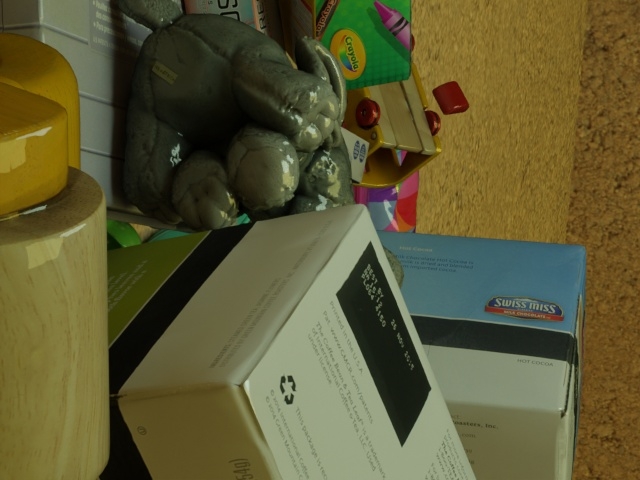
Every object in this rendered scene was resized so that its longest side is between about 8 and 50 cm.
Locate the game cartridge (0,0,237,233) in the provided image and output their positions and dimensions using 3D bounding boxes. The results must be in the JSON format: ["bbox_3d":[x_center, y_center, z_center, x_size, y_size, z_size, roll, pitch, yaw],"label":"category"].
[{"bbox_3d":[-0.147,-0.129,1.298,0.355,0.068,0.230,12,71,-72],"label":"game cartridge"}]

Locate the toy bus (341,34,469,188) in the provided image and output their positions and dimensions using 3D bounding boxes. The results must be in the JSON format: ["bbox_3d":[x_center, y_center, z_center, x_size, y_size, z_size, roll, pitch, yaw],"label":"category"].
[{"bbox_3d":[0.042,-0.152,1.855,0.104,0.191,0.202,-37,-167,40],"label":"toy bus"}]

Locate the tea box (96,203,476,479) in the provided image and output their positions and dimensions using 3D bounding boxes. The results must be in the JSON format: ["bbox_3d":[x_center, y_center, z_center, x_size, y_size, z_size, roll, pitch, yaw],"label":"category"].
[{"bbox_3d":[-0.087,0.187,1.164,0.329,0.324,0.220,67,31,-21],"label":"tea box"}]

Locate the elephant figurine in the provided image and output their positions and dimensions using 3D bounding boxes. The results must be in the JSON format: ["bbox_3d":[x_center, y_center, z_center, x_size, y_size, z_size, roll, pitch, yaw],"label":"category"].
[{"bbox_3d":[-0.037,-0.064,1.296,0.239,0.169,0.186,16,86,-65],"label":"elephant figurine"}]

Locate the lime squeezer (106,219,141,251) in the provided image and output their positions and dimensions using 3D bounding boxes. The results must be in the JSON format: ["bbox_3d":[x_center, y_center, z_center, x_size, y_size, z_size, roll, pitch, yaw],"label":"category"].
[{"bbox_3d":[-0.181,0.048,1.374,0.110,0.059,0.310,-28,127,-68],"label":"lime squeezer"}]

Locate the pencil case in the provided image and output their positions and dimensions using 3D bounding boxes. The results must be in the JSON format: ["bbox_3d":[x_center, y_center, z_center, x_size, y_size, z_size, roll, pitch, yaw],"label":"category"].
[{"bbox_3d":[0.061,-0.025,2.005,0.104,0.104,0.236,-40,136,-63],"label":"pencil case"}]

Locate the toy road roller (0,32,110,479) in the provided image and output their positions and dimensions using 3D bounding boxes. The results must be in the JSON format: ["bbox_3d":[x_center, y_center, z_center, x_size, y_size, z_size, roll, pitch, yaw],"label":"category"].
[{"bbox_3d":[-0.187,-0.007,0.893,0.241,0.330,0.202,-21,122,-44],"label":"toy road roller"}]

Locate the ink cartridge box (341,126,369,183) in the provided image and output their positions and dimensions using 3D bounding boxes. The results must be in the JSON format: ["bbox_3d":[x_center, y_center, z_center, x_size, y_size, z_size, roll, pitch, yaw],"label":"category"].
[{"bbox_3d":[-0.030,-0.095,1.679,0.207,0.097,0.046,19,82,-72],"label":"ink cartridge box"}]

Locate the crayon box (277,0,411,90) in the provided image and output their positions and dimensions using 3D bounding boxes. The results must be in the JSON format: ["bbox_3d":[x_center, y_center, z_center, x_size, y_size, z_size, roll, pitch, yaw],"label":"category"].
[{"bbox_3d":[-0.012,-0.254,1.430,0.278,0.081,0.165,-122,-156,-52],"label":"crayon box"}]

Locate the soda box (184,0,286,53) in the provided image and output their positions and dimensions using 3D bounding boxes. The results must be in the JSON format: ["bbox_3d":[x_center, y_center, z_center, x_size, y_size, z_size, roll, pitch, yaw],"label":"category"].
[{"bbox_3d":[-0.069,-0.193,1.371,0.063,0.058,0.183,-47,131,-67],"label":"soda box"}]

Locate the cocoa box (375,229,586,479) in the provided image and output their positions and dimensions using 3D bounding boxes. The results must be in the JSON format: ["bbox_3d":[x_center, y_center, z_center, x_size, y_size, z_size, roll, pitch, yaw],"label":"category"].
[{"bbox_3d":[0.068,0.142,1.681,0.228,0.347,0.231,-73,163,-49],"label":"cocoa box"}]

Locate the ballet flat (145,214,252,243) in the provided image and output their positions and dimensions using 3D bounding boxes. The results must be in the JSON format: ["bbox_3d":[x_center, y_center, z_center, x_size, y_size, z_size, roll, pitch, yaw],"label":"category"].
[{"bbox_3d":[-0.105,0.018,1.556,0.247,0.083,0.087,-55,168,-48],"label":"ballet flat"}]
